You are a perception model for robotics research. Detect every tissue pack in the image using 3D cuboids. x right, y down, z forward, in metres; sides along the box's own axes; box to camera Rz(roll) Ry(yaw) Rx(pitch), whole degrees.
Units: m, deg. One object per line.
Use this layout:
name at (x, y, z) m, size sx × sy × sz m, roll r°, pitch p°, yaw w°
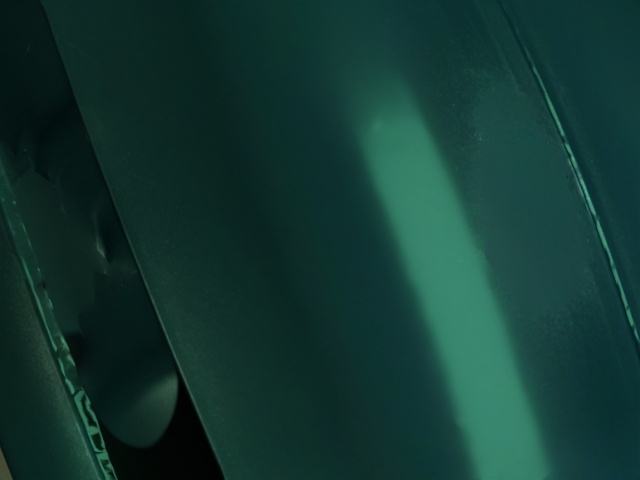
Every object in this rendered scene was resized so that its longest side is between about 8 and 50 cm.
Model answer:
tissue pack at (0.000, 0.000, 0.532) m, size 0.206 × 0.198 × 0.287 m, roll -12°, pitch 75°, yaw -42°
